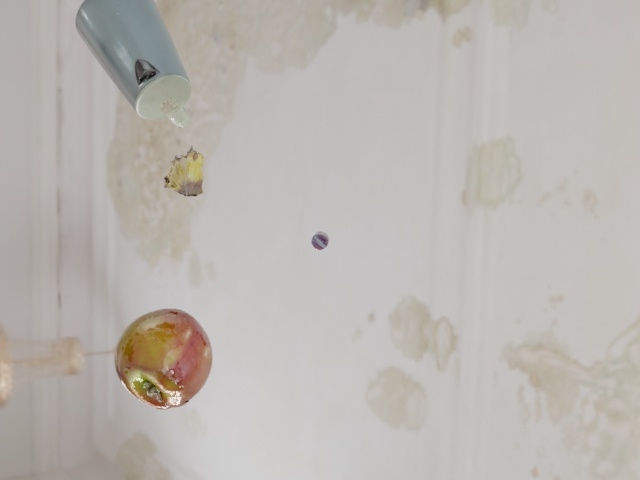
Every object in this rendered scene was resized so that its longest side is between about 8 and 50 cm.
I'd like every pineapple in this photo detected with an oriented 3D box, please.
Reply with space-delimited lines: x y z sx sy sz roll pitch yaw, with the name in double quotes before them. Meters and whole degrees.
"pineapple" -0.314 -0.151 2.277 0.116 0.069 0.137 64 -36 24

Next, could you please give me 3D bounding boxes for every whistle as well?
"whistle" 0.000 0.000 1.885 0.176 0.033 0.033 -64 152 -88

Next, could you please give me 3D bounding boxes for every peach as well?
"peach" -0.289 0.214 1.819 0.197 0.197 0.197 6 -83 57

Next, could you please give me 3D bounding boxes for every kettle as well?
"kettle" -0.338 -0.337 1.852 0.243 0.160 0.210 59 -4 24
